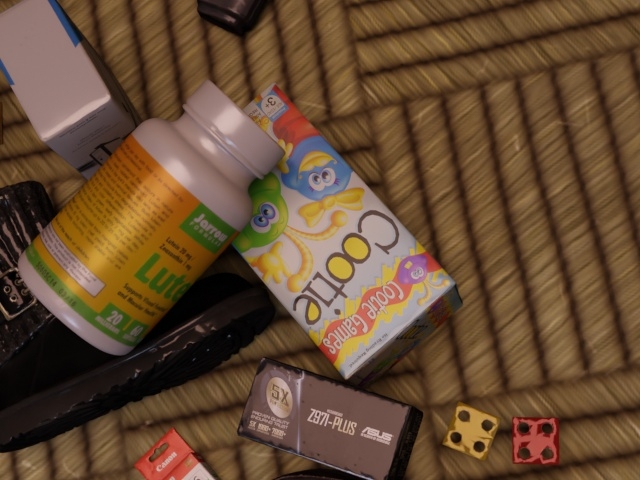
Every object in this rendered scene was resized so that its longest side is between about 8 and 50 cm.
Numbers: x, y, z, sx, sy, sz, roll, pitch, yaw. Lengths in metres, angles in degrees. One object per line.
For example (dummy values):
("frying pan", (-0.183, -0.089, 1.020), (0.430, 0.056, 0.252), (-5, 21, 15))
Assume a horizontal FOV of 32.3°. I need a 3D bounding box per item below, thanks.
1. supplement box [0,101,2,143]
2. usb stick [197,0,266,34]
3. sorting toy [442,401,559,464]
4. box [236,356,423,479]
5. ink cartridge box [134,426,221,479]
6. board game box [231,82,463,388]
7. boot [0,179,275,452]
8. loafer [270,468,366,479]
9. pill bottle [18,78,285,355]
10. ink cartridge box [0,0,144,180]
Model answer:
("supplement box", (-0.400, -0.144, 1.262), (0.043, 0.083, 0.055), (-6, 77, 8))
("usb stick", (-0.052, -0.368, 1.271), (0.077, 0.045, 0.278), (27, 84, 13))
("sorting toy", (0.179, 0.298, 1.096), (0.132, 0.046, 0.275), (-3, 78, 9))
("box", (0.015, 0.177, 1.078), (0.147, 0.180, 0.078), (17, 82, 13))
("ink cartridge box", (-0.143, 0.259, 1.165), (0.063, 0.029, 0.115), (-44, 76, -1))
("board game box", (0.000, 0.000, 1.136), (0.142, 0.144, 0.275), (-41, 74, 0))
("boot", (-0.246, 0.044, 1.174), (0.347, 0.131, 0.260), (-24, 76, 4))
("loafer", (0.022, 0.268, 1.092), (0.220, 0.078, 0.080), (-3, 77, 28))
("pill bottle", (-0.150, -0.025, 1.026), (0.136, 0.136, 0.246), (43, 92, 15))
("ink cartridge box", (-0.259, -0.152, 1.180), (0.086, 0.203, 0.148), (-33, 76, -1))
